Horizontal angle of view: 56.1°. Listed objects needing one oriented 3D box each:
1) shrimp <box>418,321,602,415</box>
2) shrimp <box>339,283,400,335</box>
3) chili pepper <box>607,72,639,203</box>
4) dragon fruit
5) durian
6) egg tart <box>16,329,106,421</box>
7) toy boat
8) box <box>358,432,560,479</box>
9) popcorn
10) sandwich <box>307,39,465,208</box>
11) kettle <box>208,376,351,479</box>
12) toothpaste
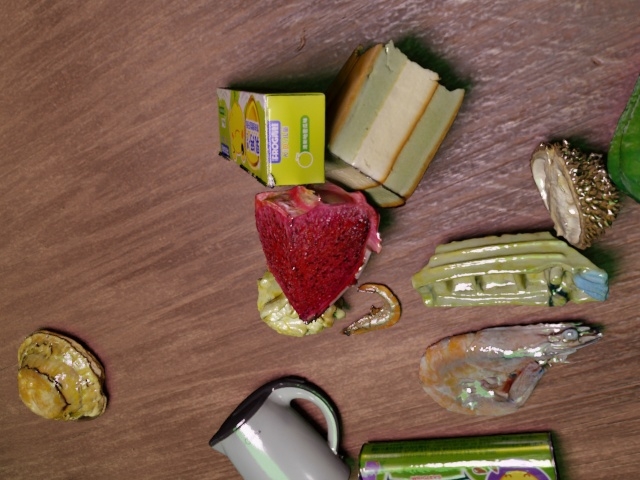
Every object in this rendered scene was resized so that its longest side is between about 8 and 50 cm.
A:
[{"bbox_3d":[0.313,0.216,0.999,0.316,0.062,0.164,-21,107,28],"label":"shrimp"},{"bbox_3d":[0.077,0.126,1.056,0.127,0.025,0.091,-32,98,21],"label":"shrimp"},{"bbox_3d":[0.494,-0.198,0.730,0.213,0.167,0.385,23,104,-9],"label":"chili pepper"},{"bbox_3d":[-0.001,-0.009,0.904,0.126,0.161,0.274,52,159,36],"label":"dragon fruit"},{"bbox_3d":[0.366,-0.062,0.845,0.091,0.148,0.188,-20,129,-4],"label":"durian"},{"bbox_3d":[-0.568,0.306,1.289,0.241,0.106,0.241,8,116,18],"label":"egg tart"},{"bbox_3d":[0.283,0.049,0.912,0.276,0.084,0.111,-5,145,25],"label":"toy boat"},{"bbox_3d":[0.244,0.423,1.077,0.345,0.097,0.134,-10,108,21],"label":"box"},{"bbox_3d":[-0.041,0.097,1.036,0.135,0.162,0.141,-38,69,59],"label":"popcorn"},{"bbox_3d":[0.071,-0.167,0.882,0.155,0.227,0.198,30,82,-17],"label":"sandwich"},{"bbox_3d":[-0.059,0.383,1.139,0.221,0.161,0.236,-43,91,-1],"label":"kettle"},{"bbox_3d":[-0.081,-0.156,0.843,0.077,0.327,0.110,-4,106,-19],"label":"toothpaste"}]
